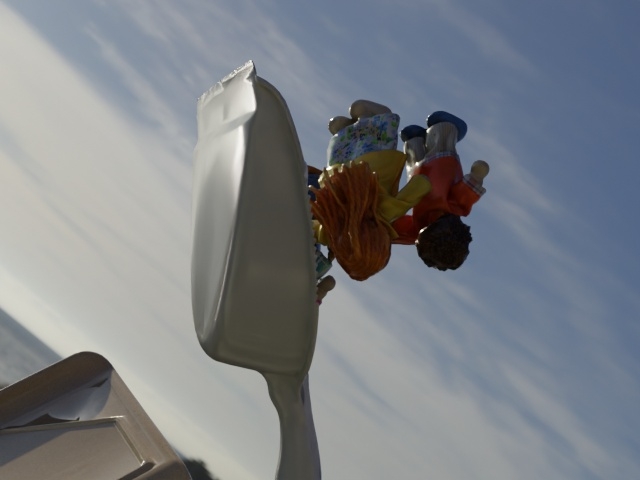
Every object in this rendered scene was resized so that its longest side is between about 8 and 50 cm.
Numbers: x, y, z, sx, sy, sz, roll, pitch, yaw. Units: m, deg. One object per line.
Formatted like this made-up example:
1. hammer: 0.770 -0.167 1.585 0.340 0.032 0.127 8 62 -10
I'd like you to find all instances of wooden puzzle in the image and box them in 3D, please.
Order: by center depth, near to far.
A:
1. wooden puzzle: -0.207 0.170 0.772 0.238 0.221 0.044 34 -32 62

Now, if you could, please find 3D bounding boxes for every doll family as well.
1. doll family: 0.000 0.000 0.890 0.118 0.163 0.263 32 -51 -28

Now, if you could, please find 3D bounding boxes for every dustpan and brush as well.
1. dustpan and brush: -0.024 0.036 0.545 0.060 0.211 0.147 4 -2 -15
